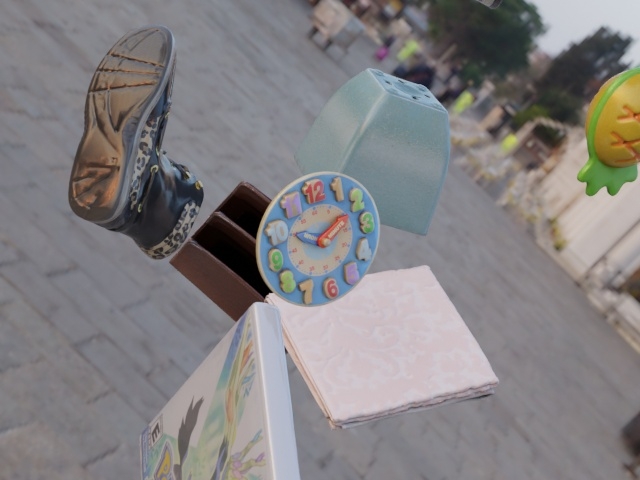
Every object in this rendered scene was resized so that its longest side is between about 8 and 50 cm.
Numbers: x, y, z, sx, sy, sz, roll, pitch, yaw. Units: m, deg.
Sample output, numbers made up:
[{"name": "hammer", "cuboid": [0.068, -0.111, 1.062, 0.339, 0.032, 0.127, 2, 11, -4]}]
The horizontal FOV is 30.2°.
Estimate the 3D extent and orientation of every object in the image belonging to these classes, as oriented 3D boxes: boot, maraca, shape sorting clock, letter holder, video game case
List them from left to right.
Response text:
[{"name": "boot", "cuboid": [-0.306, -0.165, 2.133, 0.138, 0.377, 0.284, 4, -20, 20]}, {"name": "video game case", "cuboid": [-0.109, 0.277, 1.217, 0.036, 0.300, 0.329, 15, 47, -27]}, {"name": "letter holder", "cuboid": [-0.113, 0.057, 2.359, 0.302, 0.214, 0.152, 42, 55, -5]}, {"name": "shape sorting clock", "cuboid": [0.000, 0.000, 1.739, 0.206, 0.206, 0.040, 38, -7, -30]}, {"name": "maraca", "cuboid": [0.400, -0.142, 1.569, 0.127, 0.185, 0.099, 0, 29, -29]}]

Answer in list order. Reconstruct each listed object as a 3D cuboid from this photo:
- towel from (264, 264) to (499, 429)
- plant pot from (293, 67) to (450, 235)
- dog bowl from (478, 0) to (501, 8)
[{"name": "towel", "cuboid": [0.106, 0.181, 2.095, 0.332, 0.053, 0.317, -9, 45, -23]}, {"name": "plant pot", "cuboid": [0.126, -0.198, 2.402, 0.248, 0.252, 0.247, 15, 24, -22]}, {"name": "dog bowl", "cuboid": [0.314, -0.637, 2.152, 0.150, 0.408, 0.408, 17, 12, -2]}]
